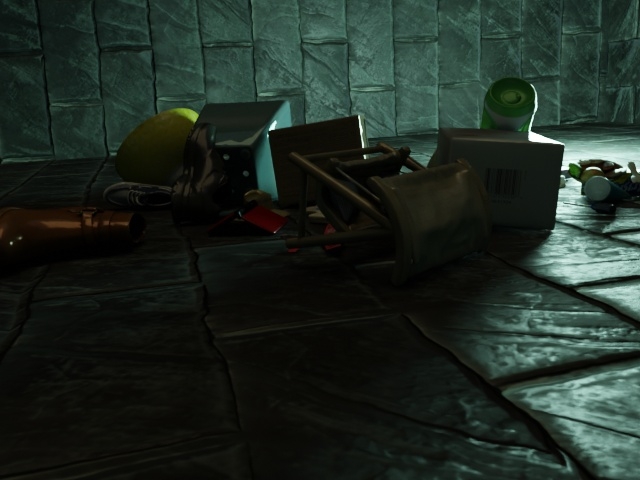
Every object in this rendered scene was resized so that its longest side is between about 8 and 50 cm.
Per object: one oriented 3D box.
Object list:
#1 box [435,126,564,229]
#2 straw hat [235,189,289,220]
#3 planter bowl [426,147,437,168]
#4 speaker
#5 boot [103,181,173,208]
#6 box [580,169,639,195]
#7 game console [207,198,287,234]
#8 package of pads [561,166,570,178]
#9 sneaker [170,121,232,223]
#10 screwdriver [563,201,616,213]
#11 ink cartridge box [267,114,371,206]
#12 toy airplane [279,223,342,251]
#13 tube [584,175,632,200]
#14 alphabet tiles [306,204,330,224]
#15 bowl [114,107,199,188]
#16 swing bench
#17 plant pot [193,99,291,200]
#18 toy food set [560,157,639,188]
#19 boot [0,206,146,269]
[{"bbox_3d":[0.363,-0.144,1.457,0.215,0.168,0.345,4,14,5],"label":"box"},{"bbox_3d":[-0.146,-0.088,1.602,0.144,0.061,0.144,-2,13,1],"label":"straw hat"},{"bbox_3d":[0.342,-0.172,1.703,0.109,0.162,0.162,34,29,22],"label":"planter bowl"},{"bbox_3d":[0.456,-0.260,1.705,0.131,0.296,0.131,-2,55,4],"label":"speaker"},{"bbox_3d":[-0.471,-0.116,1.775,0.190,0.069,0.086,-3,10,-7],"label":"boot"},{"bbox_3d":[0.713,-0.138,1.632,0.168,0.059,0.054,3,16,24],"label":"box"},{"bbox_3d":[-0.154,-0.031,1.464,0.124,0.085,0.144,-32,6,15],"label":"game console"},{"bbox_3d":[0.671,-0.188,1.921,0.083,0.032,0.050,-12,18,-34],"label":"package of pads"},{"bbox_3d":[-0.267,-0.155,1.615,0.130,0.286,0.109,7,-29,-2],"label":"sneaker"},{"bbox_3d":[0.581,-0.077,1.483,0.025,0.024,0.170,-34,15,-4],"label":"screwdriver"},{"bbox_3d":[0.004,-0.195,1.682,0.234,0.193,0.088,-7,7,15],"label":"ink cartridge box"},{"bbox_3d":[0.000,0.000,1.257,0.151,0.028,0.151,-3,19,1],"label":"toy airplane"},{"bbox_3d":[0.635,-0.107,1.520,0.080,0.052,0.207,11,5,32],"label":"tube"},{"bbox_3d":[0.107,-0.071,1.558,0.278,0.021,0.284,4,14,37],"label":"alphabet tiles"},{"bbox_3d":[-0.422,-0.220,1.962,0.156,0.289,0.289,50,37,17],"label":"bowl"},{"bbox_3d":[0.118,-0.059,1.134,0.254,0.165,0.253,17,22,39],"label":"swing bench"},{"bbox_3d":[-0.215,-0.218,1.831,0.247,0.247,0.252,-1,26,10],"label":"plant pot"},{"bbox_3d":[0.643,-0.168,1.594,0.192,0.039,0.132,-3,30,14],"label":"toy food set"},{"bbox_3d":[-0.464,-0.007,1.275,0.220,0.109,0.283,2,6,4],"label":"boot"}]
